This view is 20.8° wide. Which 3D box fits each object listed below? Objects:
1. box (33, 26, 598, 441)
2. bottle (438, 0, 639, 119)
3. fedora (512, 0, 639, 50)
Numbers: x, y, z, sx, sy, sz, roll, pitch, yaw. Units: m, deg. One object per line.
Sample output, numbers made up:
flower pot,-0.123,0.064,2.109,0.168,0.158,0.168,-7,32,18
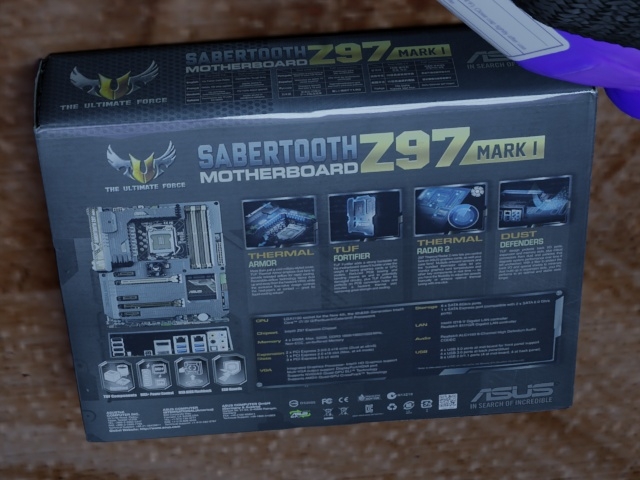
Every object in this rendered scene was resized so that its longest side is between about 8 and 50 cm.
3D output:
box,0.000,0.000,0.771,0.232,0.059,0.183,-5,130,-2
bottle,0.097,-0.121,0.646,0.283,0.118,0.092,33,156,-30
fedora,0.117,-0.134,0.456,0.152,0.334,0.334,-9,130,-4
